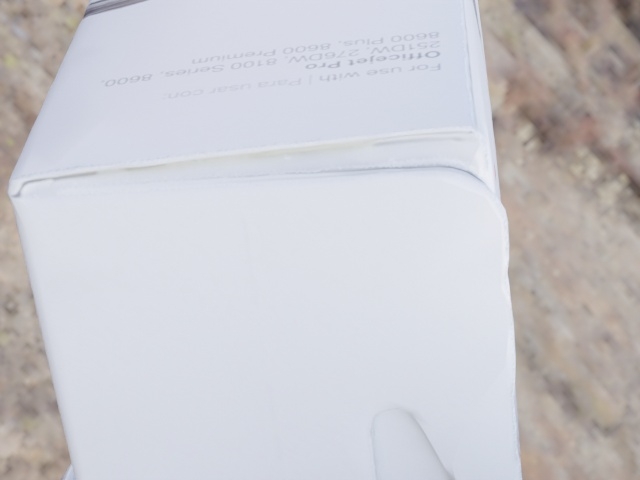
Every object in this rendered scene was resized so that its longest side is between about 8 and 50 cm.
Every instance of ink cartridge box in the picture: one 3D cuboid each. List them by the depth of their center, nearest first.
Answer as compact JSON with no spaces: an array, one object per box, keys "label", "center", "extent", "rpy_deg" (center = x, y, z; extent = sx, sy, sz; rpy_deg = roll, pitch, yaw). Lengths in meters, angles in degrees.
[{"label":"ink cartridge box","center":[0.000,0.000,0.744],"extent":[0.395,0.166,0.285],"rpy_deg":[-85,169,-61]}]

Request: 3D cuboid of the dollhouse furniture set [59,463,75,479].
[{"label":"dollhouse furniture set","center":[-0.255,0.234,1.147],"extent":[0.198,0.286,0.303],"rpy_deg":[25,50,-13]}]
